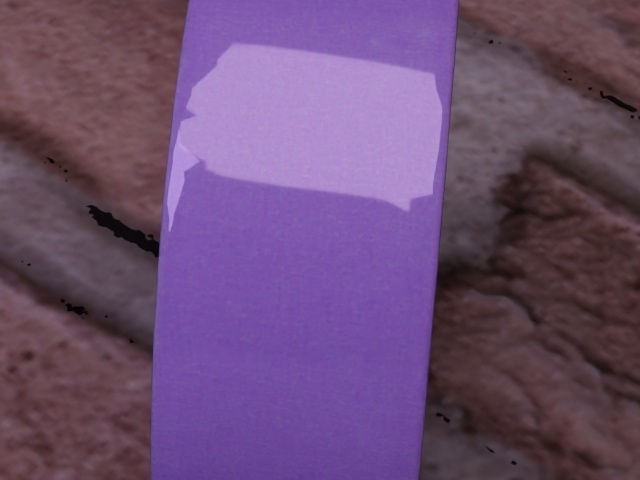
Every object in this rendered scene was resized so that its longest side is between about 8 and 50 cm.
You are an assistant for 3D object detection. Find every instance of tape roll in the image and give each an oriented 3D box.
[{"bbox_3d":[0.000,0.000,0.727,0.090,0.275,0.275,4,53,3],"label":"tape roll"}]
